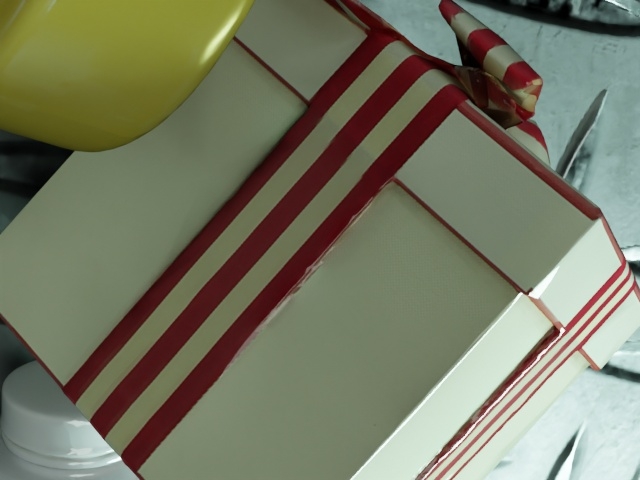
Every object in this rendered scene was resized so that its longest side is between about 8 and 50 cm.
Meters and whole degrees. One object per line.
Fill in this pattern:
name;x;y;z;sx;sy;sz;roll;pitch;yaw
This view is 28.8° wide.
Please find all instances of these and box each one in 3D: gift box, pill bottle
gift box;0.000;0.000;0.649;0.258;0.276;0.255;-47;161;3
pill bottle;-0.150;0.182;0.755;0.117;0.117;0.215;-4;112;-23

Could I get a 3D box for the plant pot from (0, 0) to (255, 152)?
plant pot;-0.163;-0.186;0.493;0.239;0.254;0.254;15;104;-34
